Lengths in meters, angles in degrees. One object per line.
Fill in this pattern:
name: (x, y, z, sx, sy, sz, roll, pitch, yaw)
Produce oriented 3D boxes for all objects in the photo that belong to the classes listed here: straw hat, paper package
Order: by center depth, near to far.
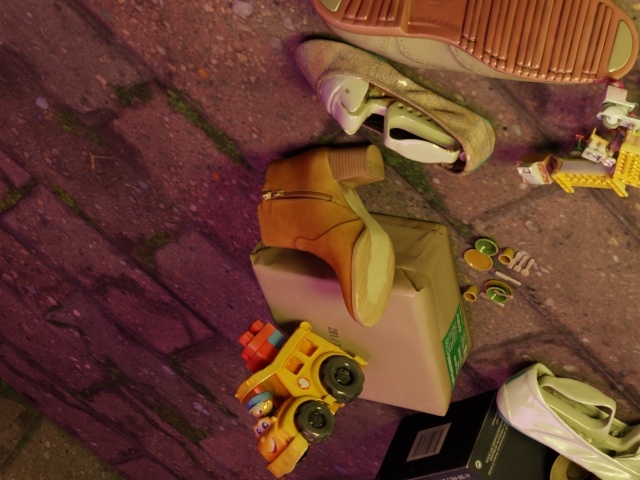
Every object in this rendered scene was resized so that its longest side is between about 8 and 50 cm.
paper package: (0.080, 0.115, 1.746, 0.310, 0.168, 0.324, 10, 138, 27)
straw hat: (0.480, 0.414, 1.901, 0.144, 0.144, 0.061, 44, -177, -18)

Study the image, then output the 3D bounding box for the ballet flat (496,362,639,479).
ballet flat: (0.496, 0.340, 1.771, 0.400, 0.139, 0.139, 30, 144, 2)

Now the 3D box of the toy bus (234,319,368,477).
toy bus: (-0.061, 0.237, 1.674, 0.211, 0.220, 0.149, 39, 140, -1)

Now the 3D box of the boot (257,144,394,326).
boot: (-0.001, -0.001, 1.590, 0.211, 0.295, 0.104, -11, 160, 34)

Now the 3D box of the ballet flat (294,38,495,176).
ballet flat: (0.091, -0.182, 1.434, 0.316, 0.106, 0.107, 25, 144, 8)

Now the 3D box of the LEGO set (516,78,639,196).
LEGO set: (0.366, -0.133, 1.312, 0.132, 0.107, 0.287, 26, 166, -6)

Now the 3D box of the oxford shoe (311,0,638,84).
oxford shoe: (0.189, -0.270, 1.276, 0.397, 0.140, 0.146, 18, 173, 10)

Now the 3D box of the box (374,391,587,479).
box: (0.316, 0.474, 1.998, 0.294, 0.182, 0.296, 40, 143, -15)

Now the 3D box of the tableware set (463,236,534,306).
tableware set: (0.273, 0.055, 1.660, 0.104, 0.024, 0.154, 27, 145, 5)
